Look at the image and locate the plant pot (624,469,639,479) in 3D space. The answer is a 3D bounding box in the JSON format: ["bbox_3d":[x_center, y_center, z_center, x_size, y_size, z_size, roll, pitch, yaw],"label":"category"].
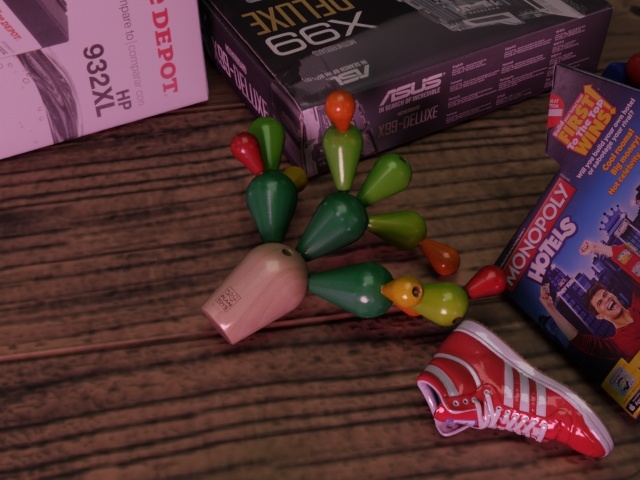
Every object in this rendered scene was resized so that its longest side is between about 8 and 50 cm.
[{"bbox_3d":[0.264,0.154,0.345,0.305,0.334,0.334,-26,50,-8],"label":"plant pot"}]

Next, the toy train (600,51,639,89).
[{"bbox_3d":[0.306,-0.029,0.657,0.143,0.105,0.248,-5,49,-28],"label":"toy train"}]

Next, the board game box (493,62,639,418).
[{"bbox_3d":[0.206,-0.022,0.598,0.060,0.194,0.194,6,33,-43],"label":"board game box"}]

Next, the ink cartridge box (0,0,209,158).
[{"bbox_3d":[-0.258,-0.188,0.714,0.307,0.223,0.129,-19,50,-17],"label":"ink cartridge box"}]

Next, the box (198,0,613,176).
[{"bbox_3d":[0.061,-0.199,0.823,0.307,0.076,0.242,-21,50,-19],"label":"box"}]

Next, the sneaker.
[{"bbox_3d":[0.113,0.106,0.554,0.118,0.042,0.067,37,63,24],"label":"sneaker"}]

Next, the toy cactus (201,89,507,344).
[{"bbox_3d":[0.000,0.000,0.620,0.180,0.112,0.219,-40,75,-14],"label":"toy cactus"}]
